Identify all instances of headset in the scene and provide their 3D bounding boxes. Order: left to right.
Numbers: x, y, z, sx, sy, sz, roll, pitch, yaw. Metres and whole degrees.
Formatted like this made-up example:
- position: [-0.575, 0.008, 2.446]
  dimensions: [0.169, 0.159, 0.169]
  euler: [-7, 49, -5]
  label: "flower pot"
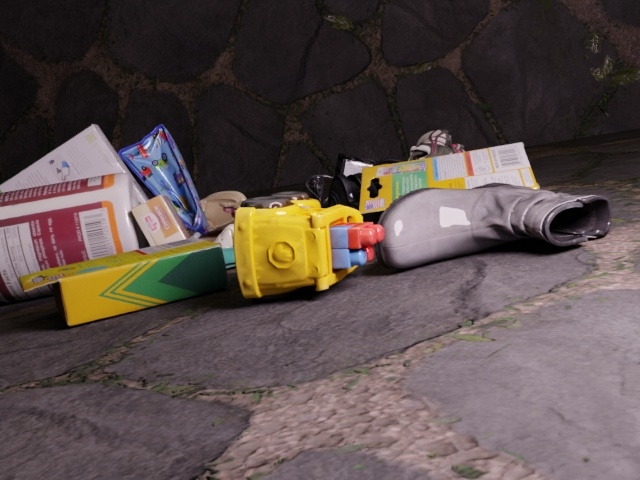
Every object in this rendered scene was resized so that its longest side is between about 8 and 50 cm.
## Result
- position: [0.115, -0.079, 1.715]
  dimensions: [0.243, 0.185, 0.394]
  euler: [-22, 29, -40]
  label: "headset"

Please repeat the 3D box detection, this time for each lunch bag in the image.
- position: [-0.363, -0.118, 1.914]
  dimensions: [0.138, 0.293, 0.221]
  euler: [-35, -3, -8]
  label: "lunch bag"

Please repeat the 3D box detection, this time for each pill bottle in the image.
- position: [-0.565, 0.002, 1.523]
  dimensions: [0.392, 0.224, 0.224]
  euler: [-11, 8, -7]
  label: "pill bottle"

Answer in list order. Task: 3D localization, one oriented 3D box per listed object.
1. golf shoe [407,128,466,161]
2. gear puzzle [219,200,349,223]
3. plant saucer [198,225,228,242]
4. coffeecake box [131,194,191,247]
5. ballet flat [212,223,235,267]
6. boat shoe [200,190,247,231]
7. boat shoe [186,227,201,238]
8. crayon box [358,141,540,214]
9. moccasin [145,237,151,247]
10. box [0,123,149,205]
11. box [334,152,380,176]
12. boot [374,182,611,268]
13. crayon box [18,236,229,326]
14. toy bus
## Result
- position: [0.267, -0.217, 1.842]
  dimensions: [0.120, 0.105, 0.273]
  euler: [2, 16, -10]
  label: "golf shoe"
- position: [-0.044, -0.044, 1.576]
  dimensions: [0.339, 0.044, 0.175]
  euler: [11, 10, 41]
  label: "gear puzzle"
- position: [-0.152, -0.012, 1.737]
  dimensions: [0.311, 0.050, 0.310]
  euler: [-11, 8, 1]
  label: "plant saucer"
- position: [-0.312, -0.015, 1.527]
  dimensions: [0.068, 0.142, 0.185]
  euler: [-28, 5, -5]
  label: "coffeecake box"
- position: [-0.142, 0.004, 1.470]
  dimensions: [0.247, 0.087, 0.083]
  euler: [-10, 11, 6]
  label: "ballet flat"
- position: [-0.343, -0.060, 2.109]
  dimensions: [0.302, 0.109, 0.098]
  euler: [-13, 12, 22]
  label: "boat shoe"
- position: [-0.317, 0.008, 1.723]
  dimensions: [0.049, 0.040, 0.142]
  euler: [-53, 2, 20]
  label: "boat shoe"
- position: [0.242, -0.089, 1.441]
  dimensions: [0.323, 0.083, 0.203]
  euler: [-8, 30, 10]
  label: "crayon box"
- position: [-0.448, -0.034, 1.882]
  dimensions: [0.139, 0.147, 0.380]
  euler: [-12, 8, -15]
  label: "moccasin"
- position: [-0.568, -0.076, 1.670]
  dimensions: [0.322, 0.232, 0.058]
  euler: [-33, 7, 0]
  label: "box"
- position: [0.190, -0.167, 1.982]
  dimensions: [0.293, 0.073, 0.295]
  euler: [12, 9, -4]
  label: "box"
- position: [0.267, -0.029, 1.146]
  dimensions: [0.338, 0.118, 0.223]
  euler: [-20, 17, -30]
  label: "boot"
- position: [-0.340, 0.070, 1.284]
  dimensions: [0.319, 0.081, 0.202]
  euler: [-13, 8, -22]
  label: "crayon box"
- position: [0.000, 0.000, 1.139]
  dimensions: [0.211, 0.149, 0.220]
  euler: [-2, 9, 21]
  label: "toy bus"
